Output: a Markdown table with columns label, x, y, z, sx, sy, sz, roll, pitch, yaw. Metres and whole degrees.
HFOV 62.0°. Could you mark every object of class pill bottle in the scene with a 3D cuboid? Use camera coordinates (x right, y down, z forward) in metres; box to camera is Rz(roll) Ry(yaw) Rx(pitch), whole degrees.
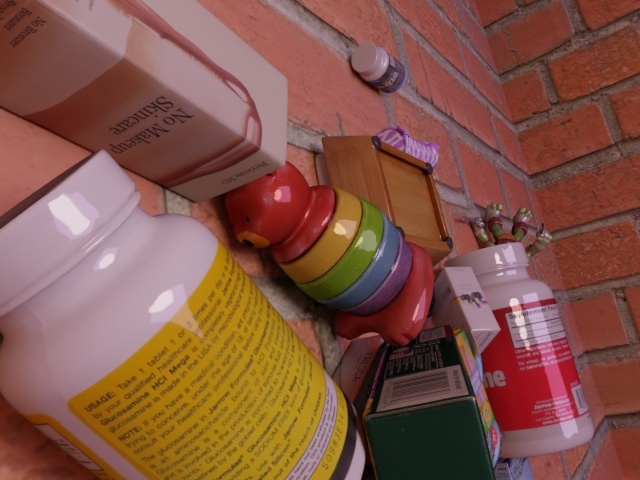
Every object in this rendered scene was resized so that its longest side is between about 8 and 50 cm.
| label | x | y | z | sx | sy | sz | roll | pitch | yaw |
| --- | --- | --- | --- | --- | --- | --- | --- | --- | --- |
| pill bottle | 0.397 | 0.221 | 1.123 | 0.229 | 0.229 | 0.407 | 8 | 66 | -55 |
| pill bottle | 0.131 | -0.388 | 1.198 | 0.137 | 0.078 | 0.078 | 7 | 67 | -55 |
| pill bottle | -0.119 | 0.102 | 0.433 | 0.333 | 0.188 | 0.187 | 55 | 34 | -24 |

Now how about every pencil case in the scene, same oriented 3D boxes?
| label | x | y | z | sx | sy | sz | roll | pitch | yaw |
| --- | --- | --- | --- | --- | --- | --- | --- | --- | --- |
| pencil case | 0.190 | -0.196 | 1.172 | 0.086 | 0.088 | 0.206 | 41 | 19 | 25 |

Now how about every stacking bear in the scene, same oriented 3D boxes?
| label | x | y | z | sx | sy | sz | roll | pitch | yaw |
| --- | --- | --- | --- | --- | --- | --- | --- | --- | --- |
| stacking bear | 0.000 | 0.000 | 0.710 | 0.289 | 0.175 | 0.164 | 36 | 67 | -26 |

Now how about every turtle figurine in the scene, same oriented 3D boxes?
| label | x | y | z | sx | sy | sz | roll | pitch | yaw |
| --- | --- | --- | --- | --- | --- | --- | --- | --- | --- |
| turtle figurine | 0.551 | -0.040 | 1.541 | 0.274 | 0.198 | 0.266 | 60 | 29 | -23 |

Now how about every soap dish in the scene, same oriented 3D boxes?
| label | x | y | z | sx | sy | sz | roll | pitch | yaw |
| --- | --- | --- | --- | --- | --- | --- | --- | --- | --- |
| soap dish | 0.125 | -0.060 | 0.968 | 0.291 | 0.118 | 0.228 | 8 | 67 | -54 |

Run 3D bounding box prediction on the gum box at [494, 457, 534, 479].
| label | x | y | z | sx | sy | sz | roll | pitch | yaw |
| --- | --- | --- | --- | --- | --- | --- | --- | --- | --- |
| gum box | 0.439 | 0.565 | 1.173 | 0.157 | 0.041 | 0.184 | 7 | 68 | -55 |

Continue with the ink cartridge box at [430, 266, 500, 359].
| label | x | y | z | sx | sy | sz | roll | pitch | yaw |
| --- | --- | --- | --- | --- | --- | --- | --- | --- | --- |
| ink cartridge box | 0.264 | 0.150 | 0.982 | 0.062 | 0.104 | 0.181 | 1 | 48 | -16 |

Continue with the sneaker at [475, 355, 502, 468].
| label | x | y | z | sx | sy | sz | roll | pitch | yaw |
| --- | --- | --- | --- | --- | --- | --- | --- | --- | --- |
| sneaker | 0.245 | 0.307 | 0.992 | 0.125 | 0.104 | 0.261 | 18 | 52 | -34 |

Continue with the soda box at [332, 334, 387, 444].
| label | x | y | z | sx | sy | sz | roll | pitch | yaw |
| --- | --- | --- | --- | --- | --- | --- | --- | --- | --- |
| soda box | 0.054 | 0.210 | 0.758 | 0.058 | 0.063 | 0.183 | 63 | 31 | -14 |

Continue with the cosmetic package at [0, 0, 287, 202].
| label | x | y | z | sx | sy | sz | roll | pitch | yaw |
| --- | --- | --- | --- | --- | --- | --- | --- | --- | --- |
| cosmetic package | -0.181 | -0.164 | 0.525 | 0.296 | 0.153 | 0.129 | 27 | 53 | -46 |

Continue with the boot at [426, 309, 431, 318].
| label | x | y | z | sx | sy | sz | roll | pitch | yaw |
| --- | --- | --- | --- | --- | --- | --- | --- | --- | --- |
| boot | 0.161 | 0.104 | 0.975 | 0.190 | 0.069 | 0.086 | 11 | 67 | -58 |

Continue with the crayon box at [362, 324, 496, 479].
| label | x | y | z | sx | sy | sz | roll | pitch | yaw |
| --- | --- | --- | --- | --- | --- | --- | --- | --- | --- |
| crayon box | 0.150 | 0.287 | 0.611 | 0.363 | 0.106 | 0.312 | -4 | 79 | -79 |

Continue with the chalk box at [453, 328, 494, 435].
| label | x | y | z | sx | sy | sz | roll | pitch | yaw |
| --- | --- | --- | --- | --- | --- | --- | --- | --- | --- |
| chalk box | 0.192 | 0.272 | 0.872 | 0.132 | 0.133 | 0.212 | -14 | 86 | -58 |
